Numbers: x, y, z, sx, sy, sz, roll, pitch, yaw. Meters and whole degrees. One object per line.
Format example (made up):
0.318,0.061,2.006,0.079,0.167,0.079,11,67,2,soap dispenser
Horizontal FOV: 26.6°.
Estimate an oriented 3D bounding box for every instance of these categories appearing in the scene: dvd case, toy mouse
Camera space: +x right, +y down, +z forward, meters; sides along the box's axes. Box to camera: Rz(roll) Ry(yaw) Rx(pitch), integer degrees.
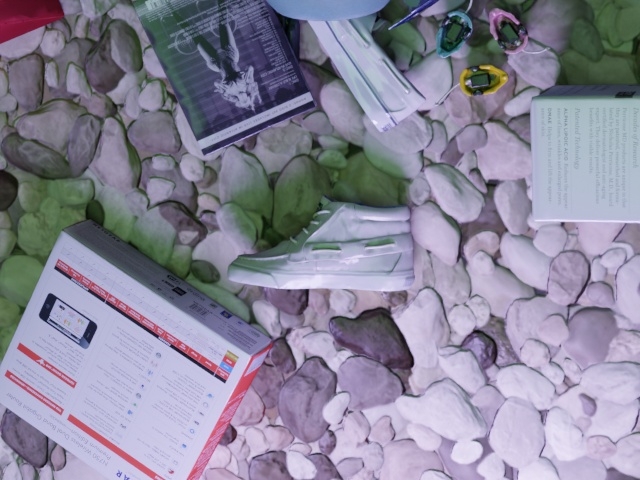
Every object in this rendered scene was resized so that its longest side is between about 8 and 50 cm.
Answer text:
-0.123,-0.241,1.759,0.164,0.018,0.221,-23,104,5,dvd case
0.204,-0.257,1.705,0.161,0.031,0.143,-11,98,22,toy mouse

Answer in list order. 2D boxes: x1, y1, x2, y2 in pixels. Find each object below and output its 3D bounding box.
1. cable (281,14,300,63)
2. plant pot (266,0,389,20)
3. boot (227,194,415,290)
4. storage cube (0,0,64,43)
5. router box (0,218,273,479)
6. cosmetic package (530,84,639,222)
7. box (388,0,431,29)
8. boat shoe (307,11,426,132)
-0.101,-0.286,1.781,0.150,0.047,0.185,-1,106,-1,cable
0.008,-0.371,1.595,0.290,0.290,0.195,6,117,19,plant pot
0.000,0.000,1.818,0.258,0.095,0.123,1,97,12,boot
-0.499,-0.355,1.858,0.215,0.193,0.184,-18,95,22,storage cube
-0.282,0.184,1.961,0.335,0.082,0.301,33,112,11,router box
0.356,-0.106,1.618,0.183,0.151,0.152,1,102,19,cosmetic package
0.177,-0.337,1.639,0.225,0.136,0.036,-34,93,24,box
0.045,-0.267,1.740,0.084,0.095,0.258,-32,95,10,boat shoe
